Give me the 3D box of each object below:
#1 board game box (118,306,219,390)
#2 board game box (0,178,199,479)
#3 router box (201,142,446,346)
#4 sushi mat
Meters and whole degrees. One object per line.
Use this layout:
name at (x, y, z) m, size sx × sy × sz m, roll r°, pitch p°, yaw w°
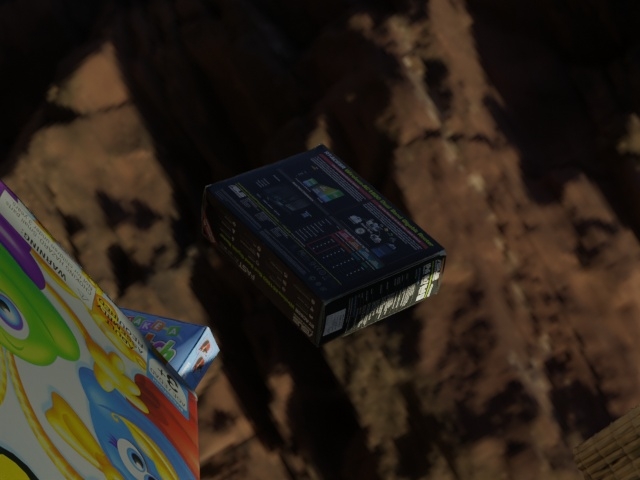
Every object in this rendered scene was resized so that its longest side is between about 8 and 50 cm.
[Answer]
board game box at (-0.202, 0.145, 1.215) m, size 0.211 × 0.160 × 0.039 m, roll -59°, pitch 144°, yaw -31°
board game box at (-0.127, 0.090, 0.398) m, size 0.142 × 0.144 × 0.275 m, roll 49°, pitch 7°, yaw -16°
router box at (0.000, 0.000, 0.876) m, size 0.092 × 0.038 × 0.122 m, roll -22°, pitch 48°, yaw -31°
sushi mat at (0.225, 0.182, 0.943) m, size 0.151 × 0.019 × 0.316 m, roll 63°, pitch -6°, yaw 13°
